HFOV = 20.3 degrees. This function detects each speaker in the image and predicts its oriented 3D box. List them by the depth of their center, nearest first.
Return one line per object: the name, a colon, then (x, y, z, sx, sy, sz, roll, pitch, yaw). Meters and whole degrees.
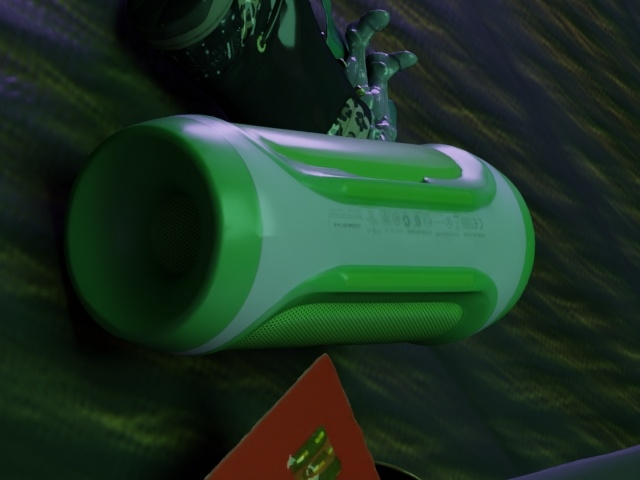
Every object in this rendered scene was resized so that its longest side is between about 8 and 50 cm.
speaker: (0.000, 0.000, 0.992, 0.296, 0.131, 0.131, 2, 72, -53)

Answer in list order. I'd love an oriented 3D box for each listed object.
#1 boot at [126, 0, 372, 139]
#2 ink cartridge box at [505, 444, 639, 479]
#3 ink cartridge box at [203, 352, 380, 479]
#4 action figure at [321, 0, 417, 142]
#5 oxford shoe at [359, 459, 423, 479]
boot: (-0.028, -0.152, 1.119, 0.178, 0.085, 0.236, 56, 37, -36)
ink cartridge box: (-0.022, 0.251, 0.544, 0.160, 0.384, 0.279, 47, 36, -37)
ink cartridge box: (0.035, 0.291, 0.900, 0.308, 0.091, 0.385, -45, 117, -48)
action figure: (0.028, -0.044, 1.195, 0.137, 0.063, 0.232, 48, 39, -47)
oxford shoe: (0.052, 0.179, 1.087, 0.212, 0.076, 0.076, 33, 45, -55)
